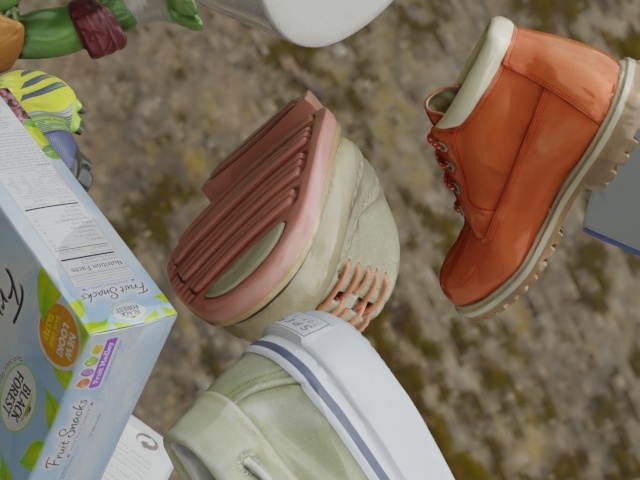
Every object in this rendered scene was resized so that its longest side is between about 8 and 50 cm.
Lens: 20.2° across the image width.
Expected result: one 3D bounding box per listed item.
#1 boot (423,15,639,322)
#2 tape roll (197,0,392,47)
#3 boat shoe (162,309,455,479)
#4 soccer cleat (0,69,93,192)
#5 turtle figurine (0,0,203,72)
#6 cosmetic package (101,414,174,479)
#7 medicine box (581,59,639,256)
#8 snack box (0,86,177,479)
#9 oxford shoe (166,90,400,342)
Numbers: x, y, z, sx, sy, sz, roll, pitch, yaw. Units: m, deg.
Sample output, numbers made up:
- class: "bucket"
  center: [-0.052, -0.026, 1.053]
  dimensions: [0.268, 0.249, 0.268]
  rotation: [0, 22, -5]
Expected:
- class: "boot"
  center: [0.076, -0.031, 0.794]
  dimensions: [0.085, 0.158, 0.059]
  rotation: [22, 40, -7]
- class: "tape roll"
  center: [0.031, -0.309, 1.095]
  dimensions: [0.072, 0.392, 0.392]
  rotation: [24, 26, 18]
- class: "boat shoe"
  center: [0.038, 0.176, 0.773]
  dimensions: [0.094, 0.109, 0.302]
  rotation: [-34, 95, -21]
- class: "soccer cleat"
  center: [-0.259, -0.098, 1.472]
  dimensions: [0.121, 0.093, 0.289]
  rotation: [35, 8, -23]
- class: "turtle figurine"
  center: [-0.218, -0.131, 1.256]
  dimensions: [0.197, 0.266, 0.275]
  rotation: [60, -4, -7]
- class: "cosmetic package"
  center: [-0.292, 0.311, 1.526]
  dimensions: [0.161, 0.230, 0.453]
  rotation: [37, 22, -6]
- class: "medicine box"
  center: [0.399, -0.040, 1.465]
  dimensions: [0.263, 0.149, 0.289]
  rotation: [25, 18, 27]
- class: "snack box"
  center: [-0.191, 0.039, 1.098]
  dimensions: [0.070, 0.174, 0.207]
  rotation: [-14, 52, -42]
- class: "oxford shoe"
  center: [0.000, 0.000, 1.206]
  dimensions: [0.146, 0.140, 0.397]
  rotation: [48, 13, -9]
